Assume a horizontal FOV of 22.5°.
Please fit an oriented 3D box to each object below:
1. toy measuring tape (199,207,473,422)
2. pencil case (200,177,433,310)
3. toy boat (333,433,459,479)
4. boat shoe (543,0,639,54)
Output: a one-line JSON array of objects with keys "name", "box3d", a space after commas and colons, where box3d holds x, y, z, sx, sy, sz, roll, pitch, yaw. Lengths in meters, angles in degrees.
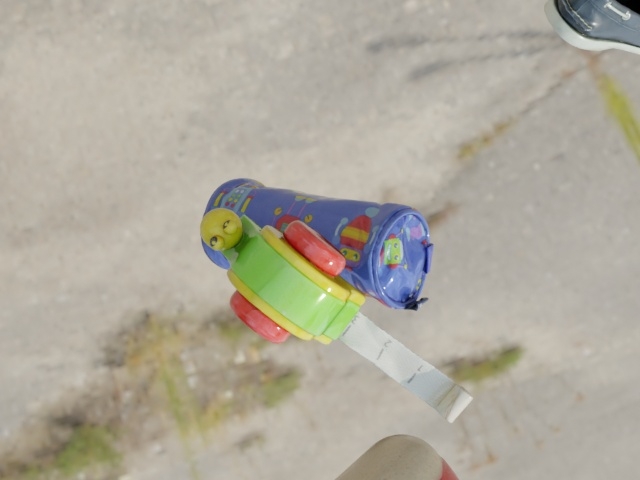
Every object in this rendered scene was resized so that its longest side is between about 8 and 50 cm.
[{"name": "toy measuring tape", "box3d": [0.017, 0.079, 1.561, 0.330, 0.121, 0.121, 38, 131, -9]}, {"name": "pencil case", "box3d": [0.000, 0.000, 1.920, 0.306, 0.119, 0.133, 12, -178, 41]}, {"name": "toy boat", "box3d": [0.051, 0.232, 1.107, 0.151, 0.151, 0.231, -41, 170, -10]}, {"name": "boat shoe", "box3d": [0.344, -0.264, 1.770, 0.254, 0.095, 0.079, -5, 152, -46]}]
